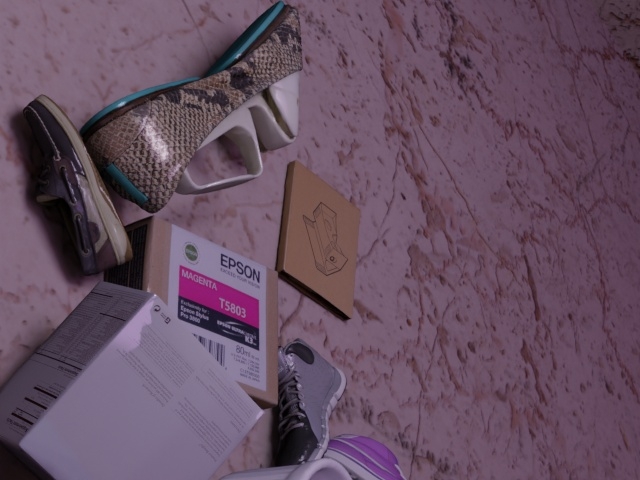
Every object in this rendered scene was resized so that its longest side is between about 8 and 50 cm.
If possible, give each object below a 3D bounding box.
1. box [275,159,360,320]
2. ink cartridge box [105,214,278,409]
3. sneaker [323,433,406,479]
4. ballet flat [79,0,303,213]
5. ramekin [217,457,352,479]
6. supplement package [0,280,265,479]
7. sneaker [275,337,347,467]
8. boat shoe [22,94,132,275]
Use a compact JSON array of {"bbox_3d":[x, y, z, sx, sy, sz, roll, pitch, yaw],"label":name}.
[{"bbox_3d":[0.000,0.000,1.860,0.164,0.021,0.201,36,46,-38],"label":"box"},{"bbox_3d":[-0.158,0.100,1.537,0.234,0.088,0.193,26,54,-43],"label":"ink cartridge box"},{"bbox_3d":[0.114,0.362,1.675,0.282,0.102,0.161,40,19,12],"label":"sneaker"},{"bbox_3d":[-0.129,-0.165,1.636,0.182,0.164,0.483,51,38,-5],"label":"ballet flat"},{"bbox_3d":[-0.049,0.395,1.431,0.277,0.135,0.277,-4,90,-68],"label":"ramekin"},{"bbox_3d":[-0.213,0.186,1.300,0.203,0.149,0.194,-49,117,-21],"label":"supplement package"},{"bbox_3d":[-0.047,0.215,1.644,0.132,0.086,0.229,50,28,-17],"label":"sneaker"},{"bbox_3d":[-0.299,-0.063,1.441,0.073,0.080,0.224,-29,92,-22],"label":"boat shoe"}]
